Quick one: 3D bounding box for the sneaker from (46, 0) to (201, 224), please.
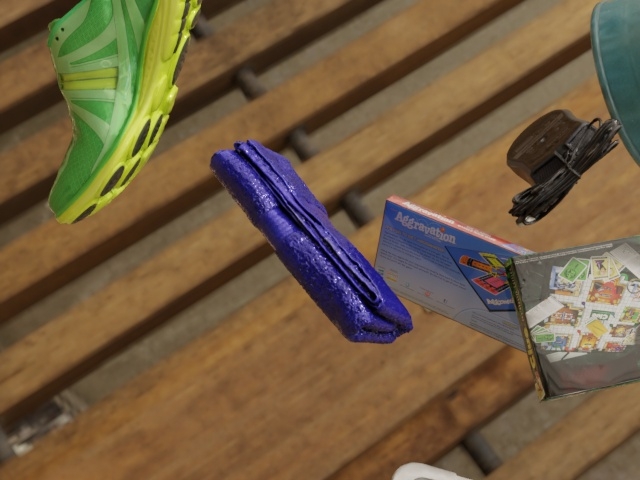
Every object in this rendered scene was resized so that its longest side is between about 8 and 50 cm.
[{"bbox_3d":[-0.201,-0.158,1.163,0.123,0.296,0.109,22,10,7],"label":"sneaker"}]

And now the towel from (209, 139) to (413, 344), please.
[{"bbox_3d":[0.000,0.000,1.625,0.308,0.076,0.227,51,12,16],"label":"towel"}]

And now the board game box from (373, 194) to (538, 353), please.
[{"bbox_3d":[0.206,0.050,1.720,0.281,0.027,0.145,24,-56,23],"label":"board game box"}]

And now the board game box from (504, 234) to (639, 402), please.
[{"bbox_3d":[0.308,0.061,1.142,0.030,0.259,0.136,122,-42,-70],"label":"board game box"}]

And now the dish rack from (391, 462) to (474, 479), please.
[{"bbox_3d":[0.198,0.383,1.207,0.072,0.332,0.286,-49,-146,34],"label":"dish rack"}]

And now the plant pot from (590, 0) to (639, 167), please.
[{"bbox_3d":[0.563,-0.258,1.767,0.255,0.272,0.272,-17,-71,31],"label":"plant pot"}]

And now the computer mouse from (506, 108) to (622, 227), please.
[{"bbox_3d":[0.333,-0.108,1.717,0.072,0.188,0.272,45,11,-12],"label":"computer mouse"}]
